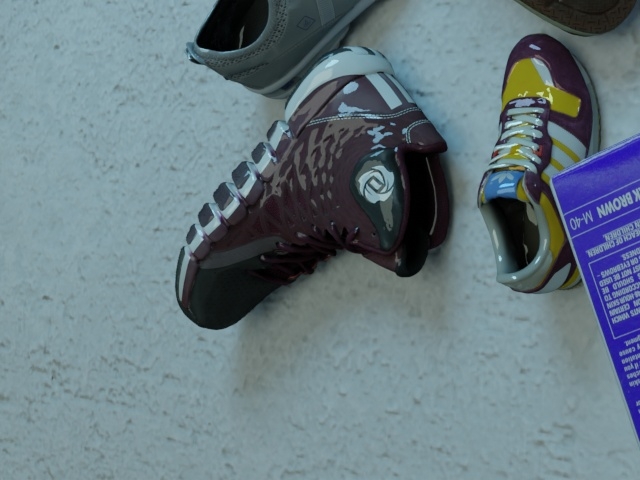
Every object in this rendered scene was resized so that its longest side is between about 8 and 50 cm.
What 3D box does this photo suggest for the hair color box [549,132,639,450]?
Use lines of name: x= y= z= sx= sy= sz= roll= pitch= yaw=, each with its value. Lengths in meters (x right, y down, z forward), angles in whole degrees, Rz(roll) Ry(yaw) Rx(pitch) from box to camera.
hair color box: x=0.268 y=0.103 z=0.805 sx=0.110 sy=0.185 sz=0.339 roll=-26 pitch=74 yaw=38

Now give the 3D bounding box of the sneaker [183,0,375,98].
sneaker: x=-0.003 y=-0.225 z=1.094 sx=0.105 sy=0.115 sz=0.281 roll=50 pitch=120 yaw=30

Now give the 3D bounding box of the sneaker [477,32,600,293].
sneaker: x=0.148 y=-0.056 z=0.980 sx=0.069 sy=0.084 sz=0.186 roll=-10 pitch=84 yaw=42

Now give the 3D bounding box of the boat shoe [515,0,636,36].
boat shoe: x=0.123 y=-0.245 z=0.991 sx=0.095 sy=0.095 sz=0.257 roll=-42 pitch=87 yaw=3

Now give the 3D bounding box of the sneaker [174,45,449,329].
sneaker: x=0.000 y=0.000 z=1.103 sx=0.162 sy=0.106 sz=0.281 roll=48 pitch=119 yaw=28
